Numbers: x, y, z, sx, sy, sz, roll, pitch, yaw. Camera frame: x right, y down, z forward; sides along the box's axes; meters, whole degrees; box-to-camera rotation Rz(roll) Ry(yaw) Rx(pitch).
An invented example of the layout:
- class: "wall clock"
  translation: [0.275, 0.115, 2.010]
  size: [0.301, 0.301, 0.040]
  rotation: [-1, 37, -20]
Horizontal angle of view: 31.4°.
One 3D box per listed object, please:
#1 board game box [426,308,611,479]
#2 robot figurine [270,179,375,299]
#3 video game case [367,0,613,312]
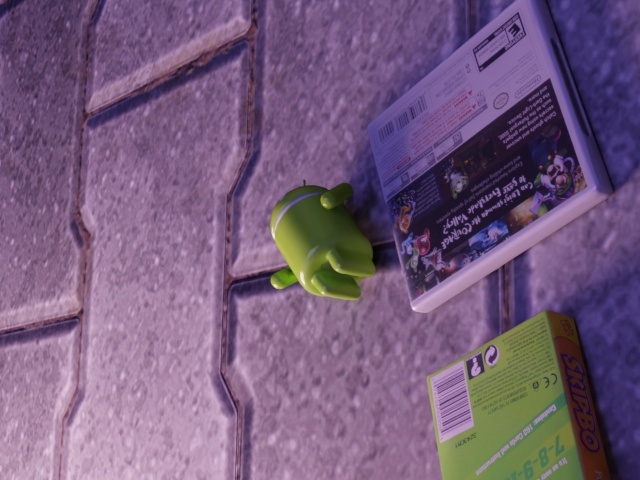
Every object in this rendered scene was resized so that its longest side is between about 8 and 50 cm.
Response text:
- class: "board game box"
  translation: [0.137, 0.187, 0.739]
  size: [0.124, 0.039, 0.259]
  rotation: [-37, 46, 42]
- class: "robot figurine"
  translation: [0.000, 0.000, 0.949]
  size: [0.101, 0.067, 0.115]
  rotation: [-60, 41, 26]
- class: "video game case"
  translation: [0.117, -0.063, 0.853]
  size: [0.190, 0.022, 0.173]
  rotation: [-37, 53, 40]
